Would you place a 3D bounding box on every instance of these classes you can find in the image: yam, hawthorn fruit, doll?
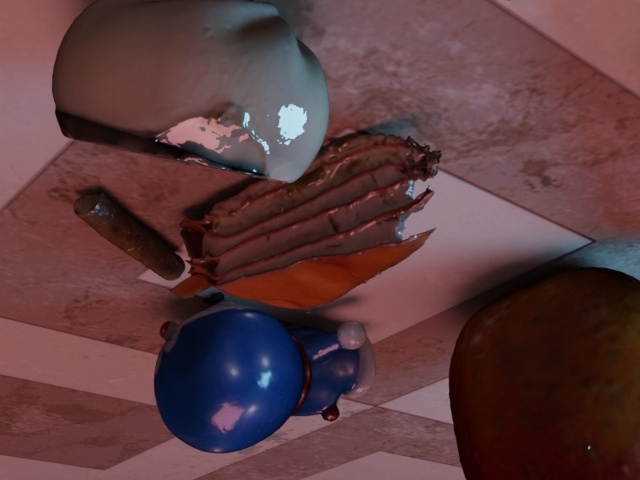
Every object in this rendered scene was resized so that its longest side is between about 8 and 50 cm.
[{"bbox_3d":[-0.174,-0.002,0.870,0.032,0.032,0.145,-14,149,20],"label":"yam"},{"bbox_3d":[0.257,0.213,0.962,0.284,0.369,0.285,14,146,10],"label":"hawthorn fruit"},{"bbox_3d":[-0.061,0.140,1.047,0.256,0.161,0.215,4,142,-48],"label":"doll"}]

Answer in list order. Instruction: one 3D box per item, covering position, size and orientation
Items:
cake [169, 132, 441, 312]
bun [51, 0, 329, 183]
[{"bbox_3d":[0.000,-0.006,0.819,0.287,0.098,0.135,-21,146,38],"label":"cake"},{"bbox_3d":[-0.076,-0.106,0.593,0.172,0.120,0.173,14,-178,0],"label":"bun"}]
